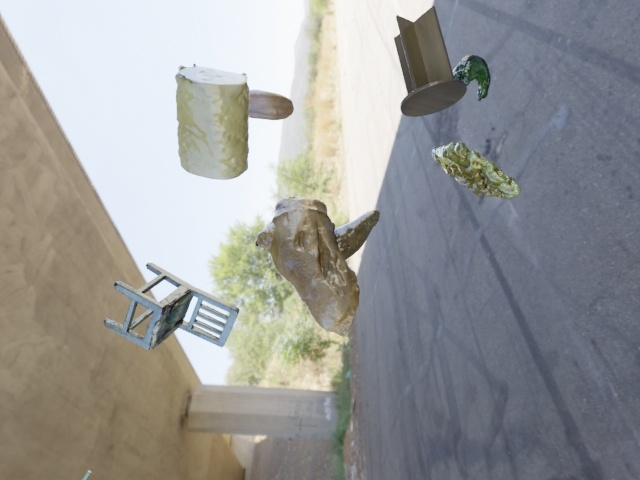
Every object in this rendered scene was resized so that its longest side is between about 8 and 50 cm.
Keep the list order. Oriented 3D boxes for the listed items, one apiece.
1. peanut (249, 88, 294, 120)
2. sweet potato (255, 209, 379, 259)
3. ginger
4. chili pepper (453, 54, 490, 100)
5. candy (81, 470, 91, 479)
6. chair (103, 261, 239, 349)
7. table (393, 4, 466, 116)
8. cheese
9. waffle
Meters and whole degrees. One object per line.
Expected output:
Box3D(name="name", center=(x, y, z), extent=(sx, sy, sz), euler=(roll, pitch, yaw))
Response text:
Box3D(name="peanut", center=(-0.145, -0.359, 1.094), extent=(0.076, 0.152, 0.076), euler=(-172, 90, -90))
Box3D(name="sweet potato", center=(-0.002, 0.003, 1.006), extent=(0.098, 0.310, 0.124), euler=(-104, 8, -66))
Box3D(name="ginger", center=(-0.016, 0.038, 0.854), extent=(0.354, 0.190, 0.126), euler=(60, 140, 32))
Box3D(name="chili pepper", center=(0.429, -0.469, 1.193), extent=(0.279, 0.065, 0.122), euler=(-22, -77, -47))
Box3D(name="candy", center=(-0.571, 0.614, 0.858), extent=(0.287, 0.078, 0.084), euler=(-57, 12, -13))
Box3D(name="chair", center=(-0.364, 0.189, 1.015), extent=(0.136, 0.271, 0.147), euler=(-62, -3, 23))
Box3D(name="table", center=(0.263, -0.462, 1.058), extent=(0.167, 0.167, 0.226), euler=(105, 154, -80))
Box3D(name="cheese", center=(-0.179, -0.193, 0.685), extent=(0.093, 0.123, 0.167), euler=(-84, 4, -55))
Box3D(name="waffle", center=(0.373, -0.161, 1.004), extent=(0.054, 0.204, 0.223), euler=(-57, 7, 5))
